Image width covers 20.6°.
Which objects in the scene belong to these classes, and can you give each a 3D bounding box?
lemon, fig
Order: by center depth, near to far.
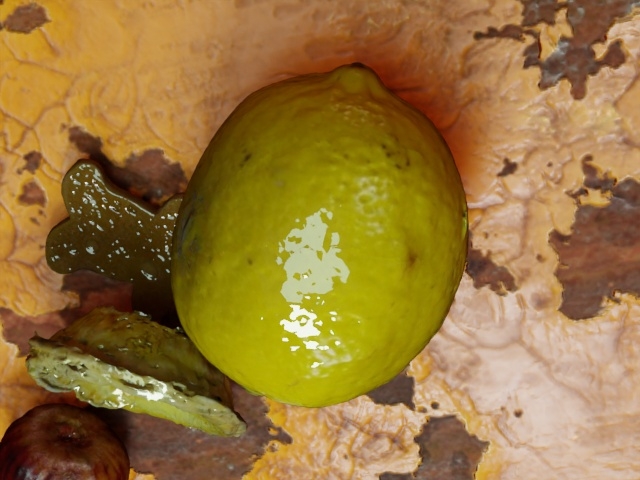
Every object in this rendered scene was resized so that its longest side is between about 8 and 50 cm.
[{"bbox_3d":[0.001,-0.002,1.480,0.261,0.260,0.284,21,83,3],"label":"lemon"},{"bbox_3d":[-0.260,0.222,1.680,0.150,0.128,0.128,-28,102,24],"label":"fig"}]

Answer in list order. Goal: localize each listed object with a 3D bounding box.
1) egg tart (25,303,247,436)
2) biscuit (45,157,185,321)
[{"bbox_3d":[-0.162,0.116,1.597,0.213,0.212,0.090,17,82,5],"label":"egg tart"},{"bbox_3d":[-0.151,0.010,1.629,0.205,0.031,0.138,22,117,5],"label":"biscuit"}]
